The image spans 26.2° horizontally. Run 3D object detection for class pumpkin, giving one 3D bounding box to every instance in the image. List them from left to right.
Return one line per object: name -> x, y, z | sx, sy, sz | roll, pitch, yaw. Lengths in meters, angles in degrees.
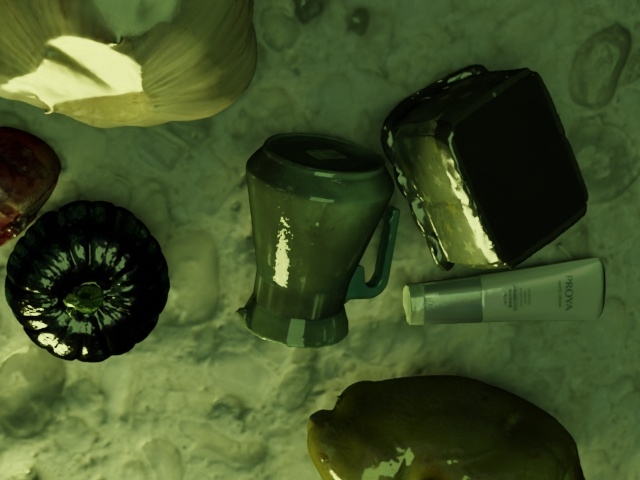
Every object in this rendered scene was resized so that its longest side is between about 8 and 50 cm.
pumpkin -> -0.269, 0.048, 1.603 | 0.194, 0.150, 0.194 | -22, 135, -23

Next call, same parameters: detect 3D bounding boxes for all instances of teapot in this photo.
teapot -> 0.000, 0.000, 1.615 | 0.203, 0.171, 0.225 | -3, 115, -30

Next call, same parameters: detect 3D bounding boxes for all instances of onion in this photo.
onion -> -0.403, -0.047, 1.578 | 0.151, 0.098, 0.206 | 42, 98, -17

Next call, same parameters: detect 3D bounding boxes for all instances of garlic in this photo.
garlic -> -0.223, -0.257, 1.457 | 0.318, 0.259, 0.317 | 9, 140, 8

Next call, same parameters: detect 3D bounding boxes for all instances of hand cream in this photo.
hand cream -> 0.231, 0.069, 1.708 | 0.255, 0.048, 0.079 | -4, 105, -6

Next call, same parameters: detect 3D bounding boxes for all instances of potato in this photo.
potato -> 0.153, 0.273, 1.681 | 0.351, 0.202, 0.218 | 20, 91, -4

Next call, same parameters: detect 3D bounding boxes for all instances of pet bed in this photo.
pet bed -> 0.182, -0.081, 1.613 | 0.183, 0.159, 0.210 | -36, 111, -26
